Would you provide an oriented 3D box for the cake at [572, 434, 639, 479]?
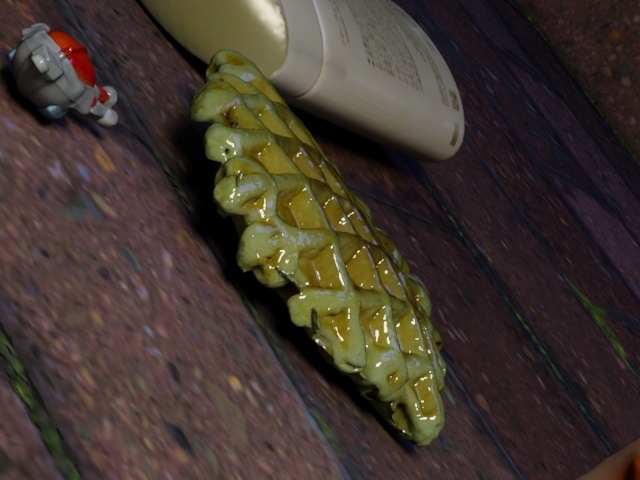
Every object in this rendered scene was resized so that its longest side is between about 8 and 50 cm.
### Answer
[{"bbox_3d":[0.164,0.222,0.604,0.230,0.237,0.309,40,20,-21],"label":"cake"}]

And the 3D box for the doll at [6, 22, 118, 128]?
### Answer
[{"bbox_3d":[-0.126,-0.080,0.867,0.114,0.039,0.057,-17,96,-84],"label":"doll"}]

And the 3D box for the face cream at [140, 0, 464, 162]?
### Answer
[{"bbox_3d":[-0.015,-0.148,1.256,0.173,0.081,0.348,55,16,20],"label":"face cream"}]

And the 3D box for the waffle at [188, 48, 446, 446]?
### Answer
[{"bbox_3d":[0.000,0.000,0.999,0.214,0.054,0.208,50,11,-23],"label":"waffle"}]
